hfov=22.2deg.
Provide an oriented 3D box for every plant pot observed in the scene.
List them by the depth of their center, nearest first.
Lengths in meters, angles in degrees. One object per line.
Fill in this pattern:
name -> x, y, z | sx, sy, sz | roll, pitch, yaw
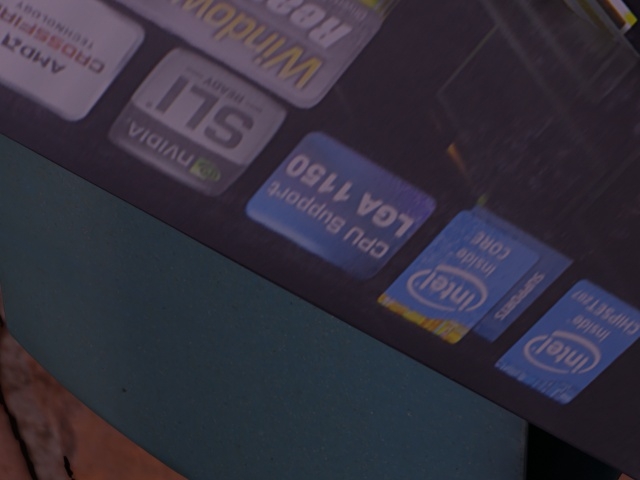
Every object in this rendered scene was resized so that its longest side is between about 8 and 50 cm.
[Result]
plant pot -> 0.000, 0.000, 0.604 | 0.234, 0.166, 0.166 | 14, 124, 25

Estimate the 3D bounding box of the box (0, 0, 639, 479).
box -> 0.116, -0.101, 0.342 | 0.395, 0.097, 0.318 | 31, 118, -24
